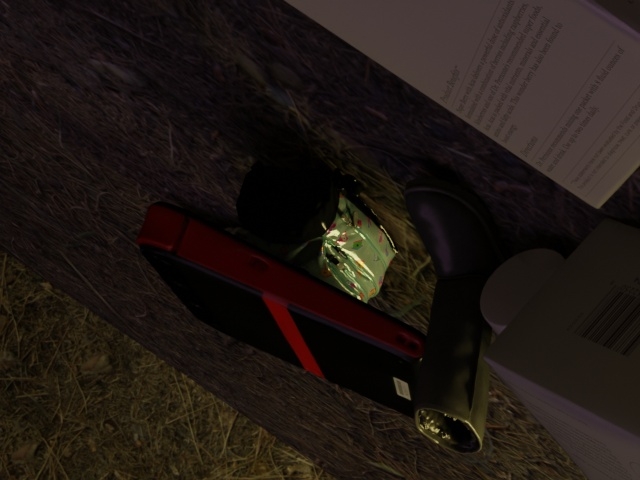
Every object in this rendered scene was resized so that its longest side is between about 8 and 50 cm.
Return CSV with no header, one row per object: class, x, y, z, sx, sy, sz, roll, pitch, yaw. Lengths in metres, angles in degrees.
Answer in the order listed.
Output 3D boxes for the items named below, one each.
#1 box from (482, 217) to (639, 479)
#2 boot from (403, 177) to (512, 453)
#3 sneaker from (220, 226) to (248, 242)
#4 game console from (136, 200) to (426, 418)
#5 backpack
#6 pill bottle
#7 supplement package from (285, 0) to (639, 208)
box,0.334,0.171,1.026,0.345,0.168,0.215,48,169,-27
boot,0.117,0.071,1.174,0.076,0.209,0.189,-7,140,44
sneaker,-0.124,0.025,1.747,0.297,0.111,0.129,24,144,23
game console,-0.023,0.089,1.407,0.341,0.060,0.386,22,167,13
backpack,0.000,0.000,1.381,0.152,0.115,0.182,15,158,44
pill bottle,0.245,0.109,1.183,0.121,0.121,0.216,13,151,52
supplement package,0.086,-0.187,0.629,0.293,0.175,0.177,35,164,5
